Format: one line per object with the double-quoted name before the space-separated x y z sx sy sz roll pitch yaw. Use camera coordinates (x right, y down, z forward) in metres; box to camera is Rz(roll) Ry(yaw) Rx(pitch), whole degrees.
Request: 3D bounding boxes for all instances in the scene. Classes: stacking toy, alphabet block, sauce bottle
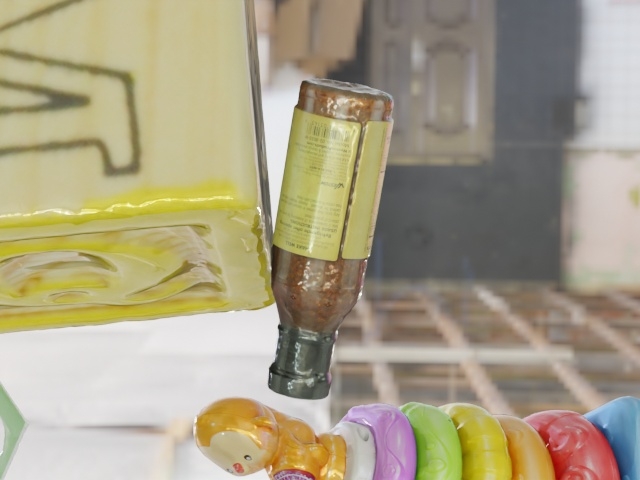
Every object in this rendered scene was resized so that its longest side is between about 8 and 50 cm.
"stacking toy" 0.054 0.158 1.191 0.302 0.165 0.175 21 148 -26
"alphabet block" -0.123 -0.075 0.855 0.193 0.197 0.192 -5 164 1
"sauce bottle" 0.000 0.000 0.760 0.042 0.128 0.042 11 -170 -2

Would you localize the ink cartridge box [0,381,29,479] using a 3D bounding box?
"ink cartridge box" -0.356 0.122 1.899 0.056 0.235 0.171 -28 160 -36
